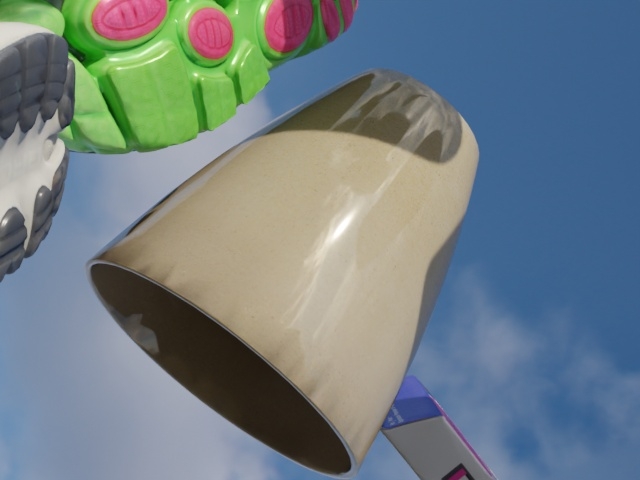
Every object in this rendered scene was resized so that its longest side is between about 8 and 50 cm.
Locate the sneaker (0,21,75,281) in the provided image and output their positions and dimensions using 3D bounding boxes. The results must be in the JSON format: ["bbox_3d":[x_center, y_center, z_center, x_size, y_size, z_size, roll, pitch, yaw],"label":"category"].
[{"bbox_3d":[-0.165,-0.007,0.308,0.110,0.275,0.107,9,-75,10],"label":"sneaker"}]

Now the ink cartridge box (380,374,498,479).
[{"bbox_3d":[0.147,0.251,1.154,0.069,0.176,0.371,-41,-83,1],"label":"ink cartridge box"}]

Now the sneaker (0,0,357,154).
[{"bbox_3d":[-0.136,-0.176,0.831,0.202,0.483,0.185,2,-73,26],"label":"sneaker"}]

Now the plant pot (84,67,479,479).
[{"bbox_3d":[0.000,0.000,0.896,0.256,0.256,0.274,15,-120,47],"label":"plant pot"}]
